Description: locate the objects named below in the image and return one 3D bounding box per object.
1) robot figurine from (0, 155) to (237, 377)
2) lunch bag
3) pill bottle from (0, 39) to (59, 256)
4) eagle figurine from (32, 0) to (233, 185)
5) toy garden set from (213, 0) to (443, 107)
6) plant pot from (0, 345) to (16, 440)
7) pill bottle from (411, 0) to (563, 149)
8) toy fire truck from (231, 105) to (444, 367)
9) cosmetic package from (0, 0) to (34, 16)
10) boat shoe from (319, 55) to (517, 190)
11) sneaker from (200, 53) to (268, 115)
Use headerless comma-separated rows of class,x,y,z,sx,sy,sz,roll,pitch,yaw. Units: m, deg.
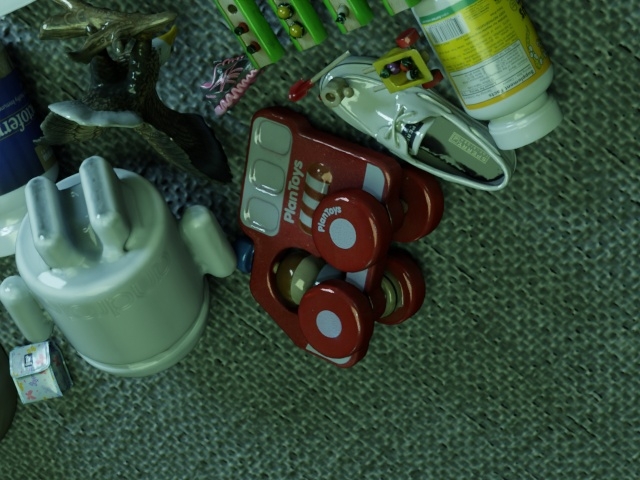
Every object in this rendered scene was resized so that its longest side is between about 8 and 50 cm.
robot figurine,-0.261,0.047,1.550,0.300,0.200,0.353,-18,144,3
lunch bag,-0.416,0.192,1.773,0.071,0.053,0.083,-12,103,16
pill bottle,-0.435,-0.120,1.573,0.153,0.153,0.265,-14,112,18
eagle figurine,-0.227,-0.165,1.443,0.225,0.226,0.298,-25,149,-19
toy garden set,0.009,-0.236,1.398,0.244,0.049,0.204,-16,117,36
plant pot,-0.646,0.266,1.729,0.323,0.280,0.323,5,116,11
pill bottle,0.202,-0.216,1.413,0.117,0.117,0.208,-24,107,21
toy fire truck,0.000,0.000,1.552,0.254,0.169,0.302,25,120,27
cosmetic package,-0.407,-0.367,1.450,0.151,0.151,0.184,-19,111,19
boat shoe,0.118,-0.138,1.480,0.267,0.088,0.096,32,112,-3
sneaker,-0.109,-0.215,1.524,0.057,0.047,0.119,46,115,2
